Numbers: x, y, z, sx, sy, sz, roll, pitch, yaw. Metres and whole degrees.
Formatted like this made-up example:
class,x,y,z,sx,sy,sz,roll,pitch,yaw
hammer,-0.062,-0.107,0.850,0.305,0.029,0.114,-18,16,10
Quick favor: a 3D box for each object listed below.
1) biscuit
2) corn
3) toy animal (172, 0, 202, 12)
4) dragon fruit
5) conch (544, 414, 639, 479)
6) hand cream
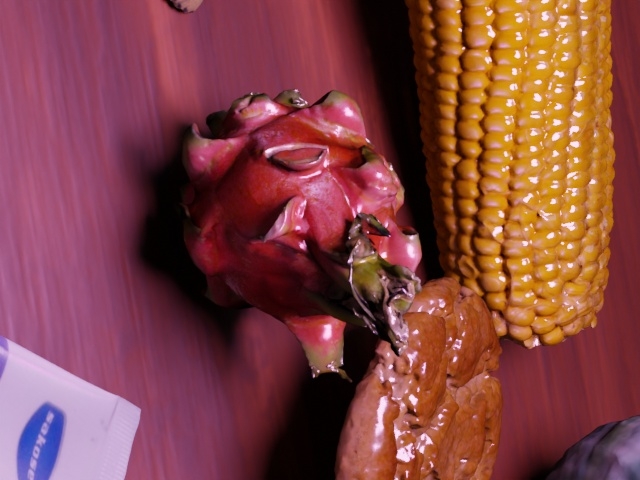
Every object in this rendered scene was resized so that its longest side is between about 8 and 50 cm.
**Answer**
class,x,y,z,sx,sy,sz,roll,pitch,yaw
biscuit,0.068,0.130,1.210,0.226,0.042,0.226,-37,132,-56
corn,0.126,-0.122,1.275,0.144,0.144,0.387,-23,117,-43
toy animal,-0.028,-0.219,1.211,0.219,0.101,0.103,-27,101,-43
dragon fruit,-0.001,0.003,1.125,0.135,0.236,0.137,-33,140,-10
conch,0.221,0.228,1.283,0.277,0.195,0.220,-3,91,-5
hand cream,-0.221,0.077,1.016,0.321,0.067,0.109,37,57,-41
